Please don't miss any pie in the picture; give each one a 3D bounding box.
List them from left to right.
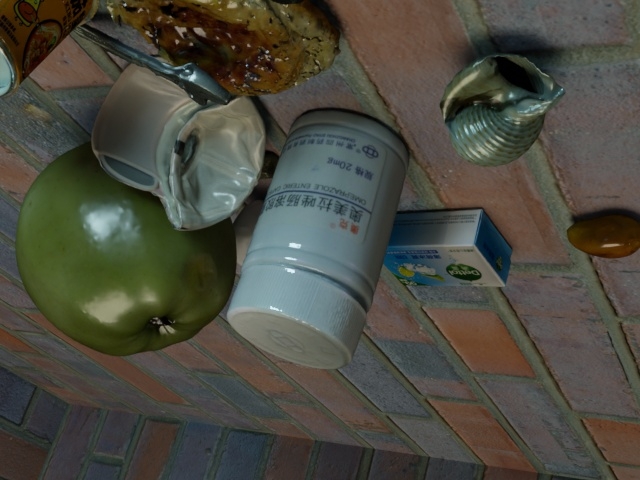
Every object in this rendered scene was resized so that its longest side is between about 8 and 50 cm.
[{"bbox_3d":[-0.135,-0.277,1.139,0.308,0.085,0.308,16,162,5],"label":"pie"}]

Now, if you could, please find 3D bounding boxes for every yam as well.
[{"bbox_3d":[-0.111,-0.117,1.511,0.094,0.043,0.043,-5,147,41],"label":"yam"}]

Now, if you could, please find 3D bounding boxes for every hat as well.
[{"bbox_3d":[-0.212,-0.145,1.385,0.226,0.219,0.164,30,180,20],"label":"hat"},{"bbox_3d":[-0.082,0.006,1.621,0.126,0.203,0.203,24,159,22],"label":"hat"}]

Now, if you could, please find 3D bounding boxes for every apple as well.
[{"bbox_3d":[-0.313,0.010,1.512,0.357,0.357,0.357,14,155,7],"label":"apple"}]

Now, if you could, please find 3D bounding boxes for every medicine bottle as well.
[{"bbox_3d":[0.000,0.000,1.335,0.190,0.332,0.190,14,155,7],"label":"medicine bottle"}]

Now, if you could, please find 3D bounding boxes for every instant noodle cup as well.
[{"bbox_3d":[-0.406,-0.293,1.152,0.215,0.172,0.216,18,149,11],"label":"instant noodle cup"}]

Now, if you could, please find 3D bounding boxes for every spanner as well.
[{"bbox_3d":[-0.238,-0.240,1.227,0.325,0.026,0.093,29,171,27],"label":"spanner"}]

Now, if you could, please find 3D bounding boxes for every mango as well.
[{"bbox_3d":[0.421,-0.005,1.385,0.114,0.060,0.080,-3,163,33],"label":"mango"}]

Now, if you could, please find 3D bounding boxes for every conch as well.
[{"bbox_3d":[0.213,-0.166,1.138,0.135,0.102,0.153,37,117,-16],"label":"conch"}]

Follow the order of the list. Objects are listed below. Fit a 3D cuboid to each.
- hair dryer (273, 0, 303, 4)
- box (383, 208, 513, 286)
[{"bbox_3d":[-0.048,-0.289,0.832,0.116,0.302,0.244,-16,149,6],"label":"hair dryer"},{"bbox_3d":[0.199,0.015,1.549,0.194,0.073,0.139,-2,149,35],"label":"box"}]
